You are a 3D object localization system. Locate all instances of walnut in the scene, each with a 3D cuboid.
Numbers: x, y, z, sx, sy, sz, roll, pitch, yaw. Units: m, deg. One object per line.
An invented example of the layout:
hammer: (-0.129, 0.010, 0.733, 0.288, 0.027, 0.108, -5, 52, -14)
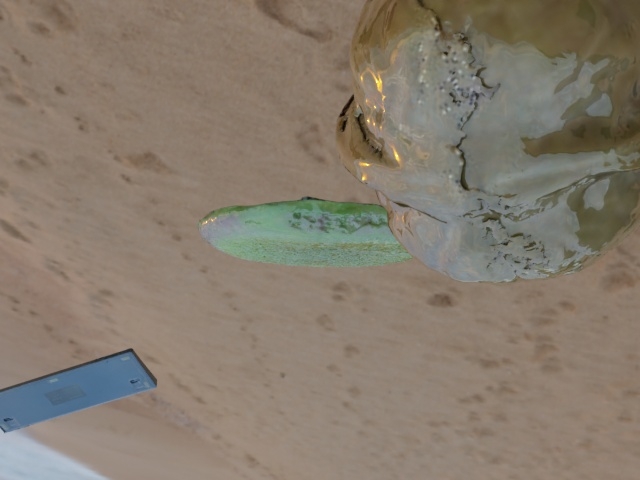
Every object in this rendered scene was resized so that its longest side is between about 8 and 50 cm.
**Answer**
walnut: (0.110, -0.083, 0.435, 0.198, 0.245, 0.198, 14, 128, 19)

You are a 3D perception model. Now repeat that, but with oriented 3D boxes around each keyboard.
keyboard: (-0.255, 0.152, 0.803, 0.176, 0.014, 0.055, -18, 128, 10)

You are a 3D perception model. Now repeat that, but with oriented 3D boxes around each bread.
bread: (-0.003, 0.001, 0.972, 0.302, 0.045, 0.301, 3, 170, 0)
